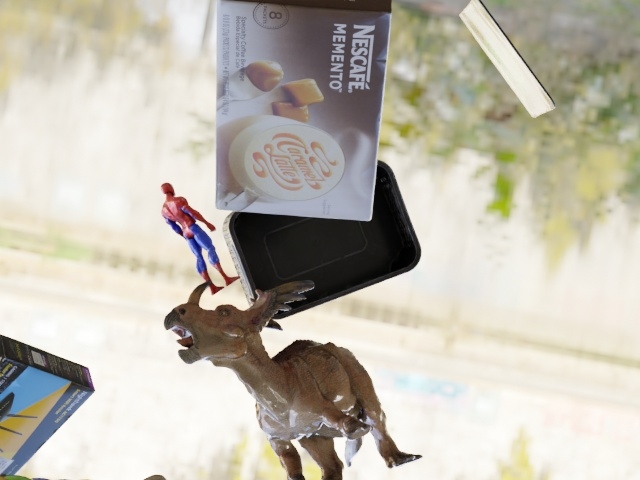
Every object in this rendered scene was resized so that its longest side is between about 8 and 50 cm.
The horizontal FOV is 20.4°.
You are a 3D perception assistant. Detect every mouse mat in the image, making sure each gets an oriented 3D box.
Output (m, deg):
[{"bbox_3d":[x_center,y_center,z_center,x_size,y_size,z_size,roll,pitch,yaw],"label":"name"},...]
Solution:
[{"bbox_3d":[0.211,-0.206,2.024,0.152,0.007,0.189,54,180,-1],"label":"mouse mat"}]

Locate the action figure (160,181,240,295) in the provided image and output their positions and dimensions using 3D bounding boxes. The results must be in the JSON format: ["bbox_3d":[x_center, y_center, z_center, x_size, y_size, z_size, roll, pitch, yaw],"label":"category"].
[{"bbox_3d":[-0.119,-0.005,1.685,0.038,0.115,0.030,-31,-178,41],"label":"action figure"}]

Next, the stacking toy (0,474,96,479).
[{"bbox_3d":[-0.321,0.292,1.790,0.141,0.141,0.330,7,171,40],"label":"stacking toy"}]

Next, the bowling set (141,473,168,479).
[{"bbox_3d":[-0.186,0.434,2.294,0.287,0.154,0.200,52,176,-3],"label":"bowling set"}]

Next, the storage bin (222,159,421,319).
[{"bbox_3d":[0.000,0.000,1.834,0.180,0.122,0.084,-20,-179,-9],"label":"storage bin"}]

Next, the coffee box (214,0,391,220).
[{"bbox_3d":[-0.016,-0.136,1.482,0.141,0.098,0.246,4,139,-1],"label":"coffee box"}]

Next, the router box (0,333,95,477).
[{"bbox_3d":[-0.373,0.199,2.099,0.133,0.179,0.046,25,-150,-38],"label":"router box"}]

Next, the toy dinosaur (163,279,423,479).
[{"bbox_3d":[-0.010,0.136,1.721,0.127,0.200,0.296,-30,155,15],"label":"toy dinosaur"}]
